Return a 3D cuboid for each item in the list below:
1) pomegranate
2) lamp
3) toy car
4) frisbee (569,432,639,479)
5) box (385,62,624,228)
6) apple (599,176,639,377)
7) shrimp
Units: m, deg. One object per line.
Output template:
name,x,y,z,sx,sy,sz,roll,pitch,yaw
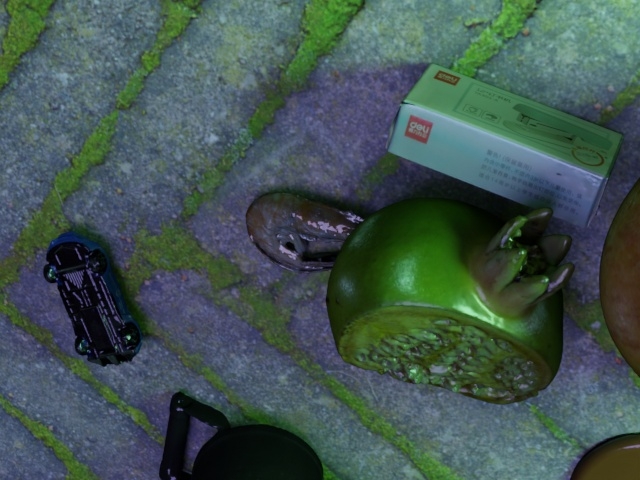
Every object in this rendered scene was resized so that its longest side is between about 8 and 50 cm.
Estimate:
pomegranate,0.181,0.047,1.743,0.309,0.216,0.358,25,141,-18
lamp,-0.108,0.413,2.047,0.374,0.272,0.205,20,121,12
toy car,-0.335,0.085,2.087,0.103,0.063,0.216,-12,106,27
frisbee,0.466,0.373,1.943,0.250,0.021,0.251,9,121,16
box,0.223,-0.118,1.702,0.269,0.135,0.079,22,123,10
apple,0.515,0.039,1.568,0.400,0.333,0.400,3,100,16
shrimp,0.000,0.000,1.913,0.223,0.047,0.126,14,127,19
